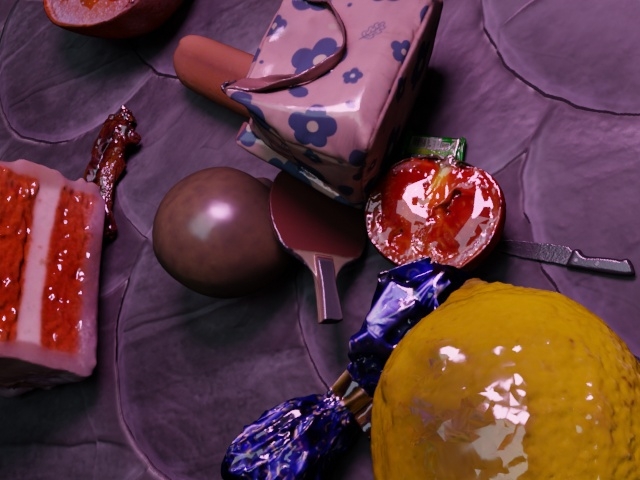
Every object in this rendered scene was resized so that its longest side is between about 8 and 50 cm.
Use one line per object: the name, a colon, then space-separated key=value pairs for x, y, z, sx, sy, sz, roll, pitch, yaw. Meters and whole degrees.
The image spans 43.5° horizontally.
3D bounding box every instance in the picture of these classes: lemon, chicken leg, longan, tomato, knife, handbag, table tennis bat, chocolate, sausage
lemon: x=0.172 y=0.179 z=0.706 sx=0.268 sy=0.268 sz=0.322 roll=-13 pitch=71 yaw=27
chicken leg: x=-0.331 y=-0.111 z=1.255 sx=0.089 sy=0.048 sz=0.219 roll=2 pitch=73 yaw=35
longan: x=-0.115 y=-0.017 z=1.031 sx=0.184 sy=0.159 sz=0.204 roll=19 pitch=42 yaw=15
tomato: x=-0.302 y=-0.464 z=1.317 sx=0.338 sy=0.143 sz=0.339 roll=-14 pitch=65 yaw=32
tomato: x=0.135 y=-0.022 z=0.912 sx=0.159 sy=0.091 sz=0.139 roll=14 pitch=80 yaw=26
knife: x=0.257 y=0.016 z=0.876 sx=0.170 sy=0.010 sz=0.023 roll=10 pitch=78 yaw=35
handbag: x=0.015 y=-0.190 z=0.952 sx=0.193 sy=0.190 sz=0.252 roll=21 pitch=69 yaw=8
table tennis bat: x=0.000 y=0.000 z=0.970 sx=0.019 sy=0.130 sz=0.221 roll=-50 pitch=40 yaw=49
chocolate: x=0.046 y=0.160 z=0.880 sx=0.148 sy=0.126 sz=0.343 roll=42 pitch=99 yaw=-2
sausage: x=-0.108 y=-0.223 z=1.141 sx=0.289 sy=0.086 sz=0.086 roll=31 pitch=89 yaw=36

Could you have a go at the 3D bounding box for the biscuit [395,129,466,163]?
biscuit: x=0.139 y=-0.111 z=0.991 sx=0.089 sy=0.016 sz=0.046 roll=11 pitch=79 yaw=34

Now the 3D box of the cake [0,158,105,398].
cake: x=-0.459 y=0.053 z=1.142 sx=0.230 sy=0.237 sz=0.309 roll=-21 pitch=62 yaw=34
